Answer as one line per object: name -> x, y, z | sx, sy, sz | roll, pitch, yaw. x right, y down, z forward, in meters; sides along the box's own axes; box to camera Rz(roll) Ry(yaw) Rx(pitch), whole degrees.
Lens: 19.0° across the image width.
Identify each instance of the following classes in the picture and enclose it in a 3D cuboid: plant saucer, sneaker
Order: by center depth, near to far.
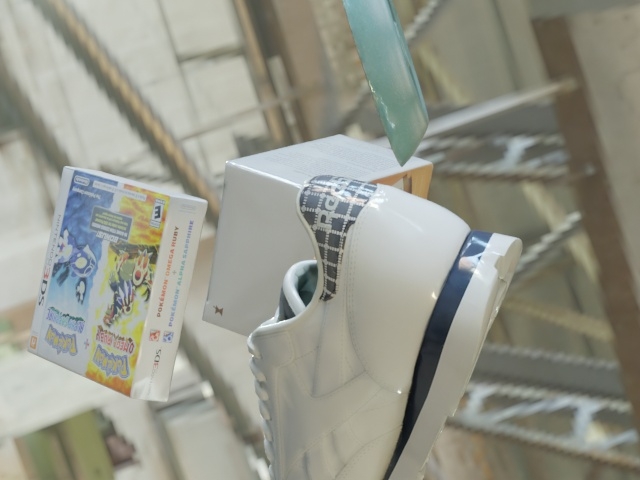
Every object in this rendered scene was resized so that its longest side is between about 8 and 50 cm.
sneaker -> 0.011, 0.068, 0.841 | 0.090, 0.095, 0.235 | -63, 174, -50
plant saucer -> 0.033, -0.097, 0.976 | 0.119, 0.021, 0.119 | -18, 90, -83

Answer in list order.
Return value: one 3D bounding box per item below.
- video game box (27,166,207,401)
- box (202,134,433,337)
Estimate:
video game box -> -0.192, 0.037, 1.770 | 0.205, 0.048, 0.187 | 15, -84, 53
box -> 0.000, 0.000, 1.468 | 0.091, 0.170, 0.130 | 19, -71, 27
